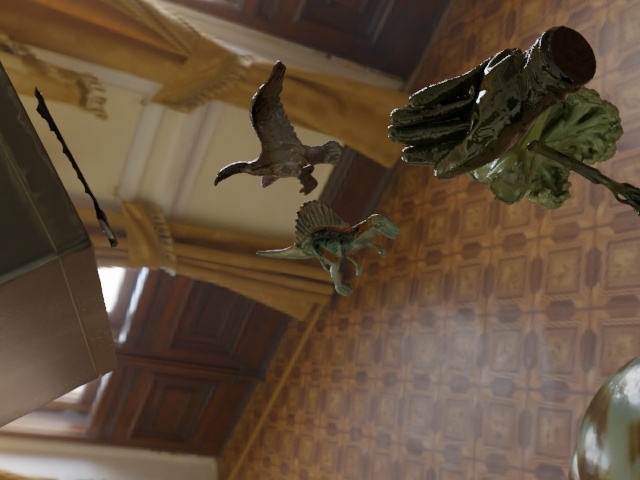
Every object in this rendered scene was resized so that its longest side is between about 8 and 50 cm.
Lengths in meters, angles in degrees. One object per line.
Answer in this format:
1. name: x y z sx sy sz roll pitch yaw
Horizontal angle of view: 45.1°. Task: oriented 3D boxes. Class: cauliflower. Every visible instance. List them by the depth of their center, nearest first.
1. cauliflower: 0.358 -0.165 1.373 0.327 0.260 0.281 0 65 41

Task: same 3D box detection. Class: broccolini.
1. broccolini: 0.331 -0.069 0.915 0.042 0.218 0.044 -68 27 9

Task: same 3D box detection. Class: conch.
1. conch: 0.325 0.212 0.698 0.197 0.249 0.368 43 148 34

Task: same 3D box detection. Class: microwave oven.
1. microwave oven: -0.384 0.046 0.680 0.236 0.374 0.432 58 158 13

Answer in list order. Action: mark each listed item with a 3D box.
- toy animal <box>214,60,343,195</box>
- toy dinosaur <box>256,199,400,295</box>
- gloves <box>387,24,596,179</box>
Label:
1. toy animal: -0.074 -0.135 1.245 0.160 0.197 0.272 28 144 28
2. toy dinosaur: 0.001 -0.002 0.871 0.187 0.044 0.106 20 133 29
3. gloves: 0.191 -0.150 0.890 0.268 0.107 0.135 -21 57 45
